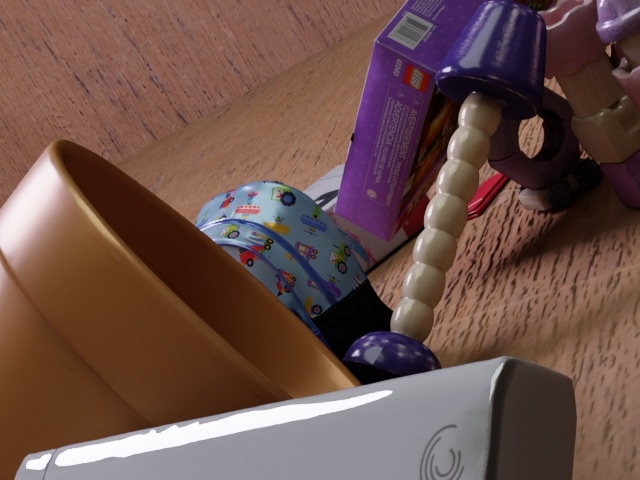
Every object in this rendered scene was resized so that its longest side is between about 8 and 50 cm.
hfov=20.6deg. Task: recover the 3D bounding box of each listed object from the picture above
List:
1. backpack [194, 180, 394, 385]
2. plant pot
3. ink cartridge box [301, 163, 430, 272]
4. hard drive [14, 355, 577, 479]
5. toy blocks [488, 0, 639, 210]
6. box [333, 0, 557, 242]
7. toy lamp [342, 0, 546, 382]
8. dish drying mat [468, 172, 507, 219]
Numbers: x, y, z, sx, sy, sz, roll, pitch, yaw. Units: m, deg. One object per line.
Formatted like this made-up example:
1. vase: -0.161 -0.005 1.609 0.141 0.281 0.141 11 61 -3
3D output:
1. backpack: -0.037 0.051 1.267 0.158 0.173 0.117 -18 18 46
2. plant pot: -0.114 0.111 1.052 0.203 0.291 0.291 -48 11 5
3. ink cartridge box: 0.000 0.000 1.618 0.175 0.072 0.127 -37 14 -25
4. hard drive: -0.044 0.188 0.743 0.353 0.047 0.233 -17 59 49
5. toy blocks: 0.257 -0.198 1.328 0.288 0.260 0.309 -36 13 -17
6. box: 0.118 -0.162 1.400 0.293 0.057 0.201 -52 -15 -35
7. toy lamp: 0.090 -0.033 1.203 0.080 0.080 0.275 -5 61 65
8. dish drying mat: 0.144 -0.039 1.576 0.032 0.008 0.083 -24 15 37
